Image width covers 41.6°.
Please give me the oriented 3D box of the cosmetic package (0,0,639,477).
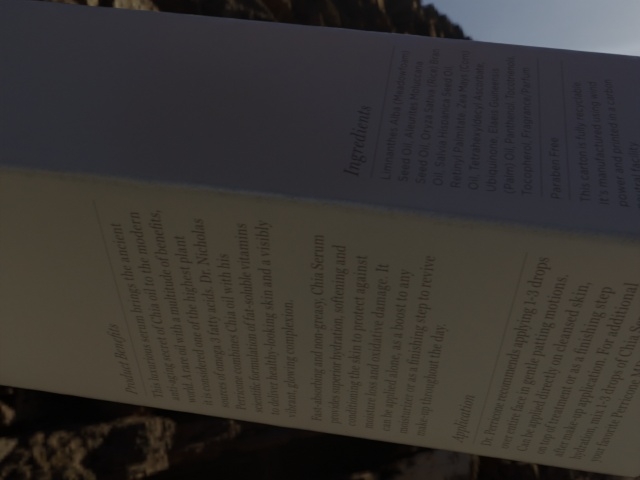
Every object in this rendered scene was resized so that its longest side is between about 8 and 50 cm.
[{"bbox_3d":[0.000,0.000,0.543,0.452,0.162,0.230,7,-42,5],"label":"cosmetic package"}]
